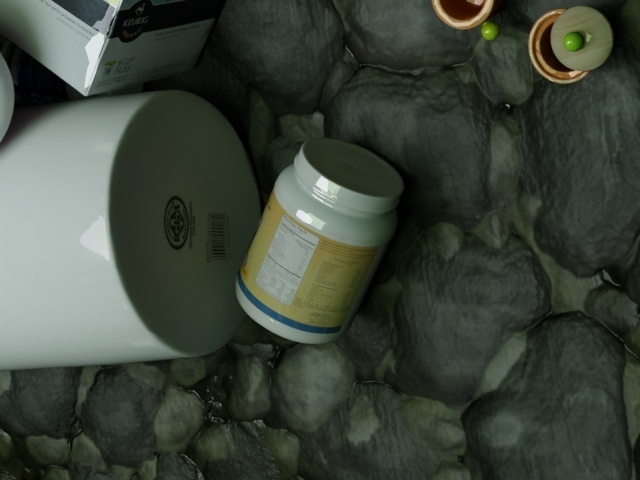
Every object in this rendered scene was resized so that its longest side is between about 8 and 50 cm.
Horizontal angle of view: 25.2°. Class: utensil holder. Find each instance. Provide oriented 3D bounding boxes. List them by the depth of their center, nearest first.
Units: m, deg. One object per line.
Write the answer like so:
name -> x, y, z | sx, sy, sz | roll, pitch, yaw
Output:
utensil holder -> -0.308, -0.006, 1.686 | 0.386, 0.328, 0.327 | -5, 101, 31

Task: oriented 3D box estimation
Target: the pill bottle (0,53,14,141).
pill bottle -> -0.471, -0.200, 1.607 | 0.323, 0.182, 0.181 | 42, 127, 53

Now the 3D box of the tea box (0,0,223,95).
tea box -> -0.265, -0.394, 1.607 | 0.329, 0.220, 0.323 | 36, 121, 18

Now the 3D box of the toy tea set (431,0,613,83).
toy tea set -> 0.158, -0.290, 1.436 | 0.336, 0.124, 0.200 | 32, 118, 20

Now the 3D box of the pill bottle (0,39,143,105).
pill bottle -> -0.305, -0.205, 1.761 | 0.169, 0.094, 0.094 | 11, 109, 29

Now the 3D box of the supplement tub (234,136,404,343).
supplement tub -> 0.000, 0.000, 1.605 | 0.144, 0.144, 0.199 | 34, 118, 19
